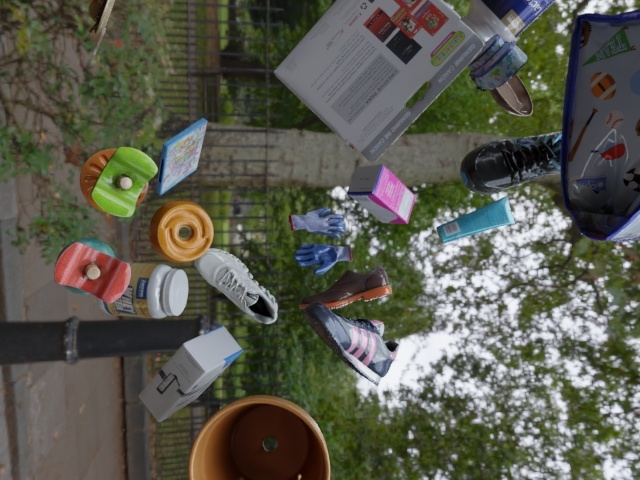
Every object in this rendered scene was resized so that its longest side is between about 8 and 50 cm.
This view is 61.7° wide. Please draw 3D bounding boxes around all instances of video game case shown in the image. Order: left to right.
[{"bbox_3d":[-0.302,-0.180,1.160,0.119,0.015,0.166,-47,174,-37],"label":"video game case"}]

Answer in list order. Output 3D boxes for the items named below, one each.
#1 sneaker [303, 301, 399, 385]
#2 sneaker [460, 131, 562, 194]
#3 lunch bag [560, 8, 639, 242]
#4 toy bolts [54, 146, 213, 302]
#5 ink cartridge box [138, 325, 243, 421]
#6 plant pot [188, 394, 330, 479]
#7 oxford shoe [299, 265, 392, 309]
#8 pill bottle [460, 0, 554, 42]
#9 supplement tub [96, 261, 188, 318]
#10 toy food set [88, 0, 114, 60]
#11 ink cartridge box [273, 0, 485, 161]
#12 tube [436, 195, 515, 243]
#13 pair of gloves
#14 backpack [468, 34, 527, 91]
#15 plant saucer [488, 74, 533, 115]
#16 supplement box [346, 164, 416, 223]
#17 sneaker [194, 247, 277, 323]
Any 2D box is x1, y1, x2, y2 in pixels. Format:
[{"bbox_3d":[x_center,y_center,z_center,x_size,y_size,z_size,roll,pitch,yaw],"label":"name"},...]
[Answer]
[{"bbox_3d":[0.081,0.220,1.292,0.112,0.131,0.319,24,-21,50],"label":"sneaker"},{"bbox_3d":[0.492,-0.202,1.268,0.140,0.341,0.125,148,-76,-74],"label":"sneaker"},{"bbox_3d":[0.603,-0.188,0.969,0.239,0.328,0.385,17,-75,49],"label":"lunch bag"},{"bbox_3d":[-0.311,-0.008,0.854,0.158,0.218,0.228,10,-112,59],"label":"toy bolts"},{"bbox_3d":[-0.298,0.305,1.233,0.203,0.086,0.148,-48,168,24],"label":"ink cartridge box"},{"bbox_3d":[-0.124,0.475,1.185,0.203,0.291,0.290,75,14,-85],"label":"plant pot"},{"bbox_3d":[0.064,0.142,1.555,0.097,0.272,0.098,107,-30,-78],"label":"oxford shoe"},{"bbox_3d":[0.473,-0.594,1.331,0.265,0.153,0.153,-44,-146,26],"label":"pill bottle"},{"bbox_3d":[-0.468,0.132,1.419,0.144,0.200,0.144,3,90,-82],"label":"supplement tub"},{"bbox_3d":[-0.433,-0.468,1.057,0.132,0.039,0.192,-17,-120,56],"label":"toy food set"},{"bbox_3d":[0.117,-0.343,1.057,0.272,0.309,0.130,46,9,7],"label":"ink cartridge box"},{"bbox_3d":[0.427,-0.050,1.482,0.052,0.207,0.080,-83,152,-75],"label":"tube"},{"bbox_3d":[0.000,0.000,1.408,0.023,0.159,0.198,109,-25,-59],"label":"pair of gloves"},{"bbox_3d":[0.353,-0.360,1.086,0.105,0.084,0.114,-44,-165,15],"label":"backpack"},{"bbox_3d":[0.527,-0.429,1.521,0.036,0.199,0.198,-36,-131,42],"label":"plant saucer"},{"bbox_3d":[0.208,-0.151,1.791,0.111,0.220,0.113,4,-113,43],"label":"supplement box"},{"bbox_3d":[-0.229,0.131,1.513,0.110,0.292,0.118,-49,-165,-3],"label":"sneaker"}]
